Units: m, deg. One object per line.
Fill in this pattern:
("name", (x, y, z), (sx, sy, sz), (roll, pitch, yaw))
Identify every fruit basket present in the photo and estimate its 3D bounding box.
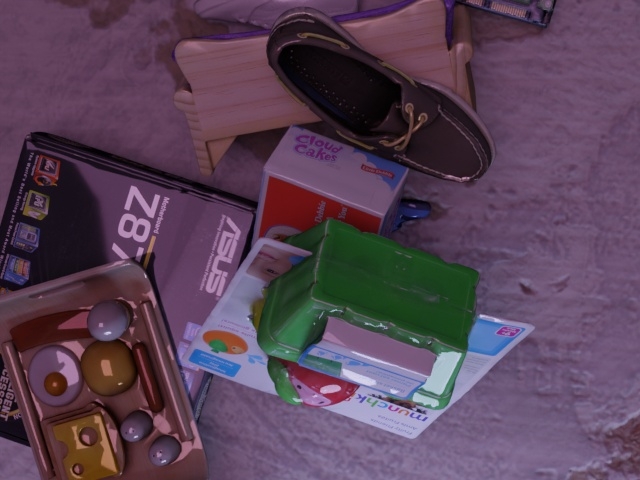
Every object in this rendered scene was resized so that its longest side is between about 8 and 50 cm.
("fruit basket", (0.028, 0.133, 1.614), (0.327, 0.353, 0.165), (20, 52, -11))

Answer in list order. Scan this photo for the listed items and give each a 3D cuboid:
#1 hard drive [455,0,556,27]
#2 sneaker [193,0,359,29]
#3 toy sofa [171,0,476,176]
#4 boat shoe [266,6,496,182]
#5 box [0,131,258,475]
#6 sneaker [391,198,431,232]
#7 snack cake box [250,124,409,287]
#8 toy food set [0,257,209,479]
("hard drive", (0.220, -0.457, 1.716), (0.237, 0.064, 0.339), (16, 95, 8))
("sneaker", (-0.055, -0.290, 1.766), (0.212, 0.080, 0.094), (-7, 107, 10))
("toy sofa", (0.008, -0.209, 1.691), (0.363, 0.150, 0.177), (-9, 114, 10))
("boat shoe", (0.069, -0.150, 1.580), (0.305, 0.091, 0.109), (33, 115, -11))
("box", (-0.280, 0.092, 1.801), (0.318, 0.097, 0.395), (19, 96, 4))
("sneaker", (0.073, -0.021, 1.764), (0.144, 0.053, 0.059), (-10, 90, 18))
("snack cake box", (0.000, 0.000, 1.679), (0.152, 0.089, 0.264), (23, 140, 8))
("toy food set", (-0.287, 0.194, 1.715), (0.220, 0.092, 0.306), (-17, 92, 9))
